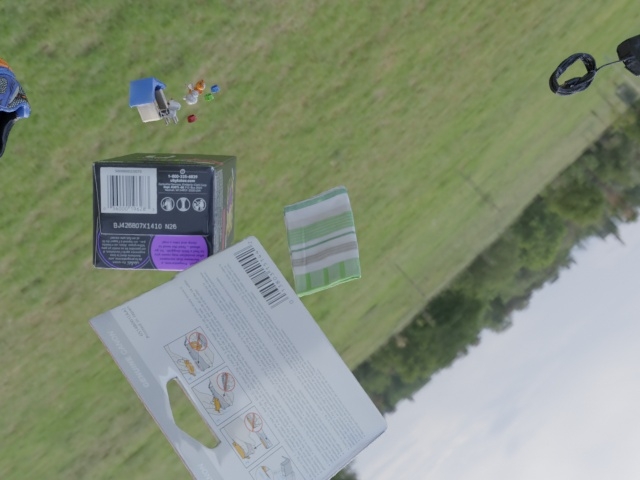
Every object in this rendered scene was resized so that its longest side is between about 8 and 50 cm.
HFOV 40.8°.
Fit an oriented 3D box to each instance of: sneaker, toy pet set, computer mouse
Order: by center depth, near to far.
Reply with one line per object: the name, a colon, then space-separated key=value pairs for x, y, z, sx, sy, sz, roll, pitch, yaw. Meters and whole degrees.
sneaker: x=-0.423 y=-0.109 z=1.002 sx=0.221 sy=0.087 sz=0.083 roll=-52 pitch=159 yaw=7
computer mouse: x=0.420 y=-0.246 z=1.219 sx=0.242 sy=0.071 sz=0.041 roll=-18 pitch=165 yaw=-19
toy pet set: x=-0.239 y=-0.237 z=1.370 sx=0.114 sy=0.065 sz=0.122 roll=-6 pitch=-147 yaw=19

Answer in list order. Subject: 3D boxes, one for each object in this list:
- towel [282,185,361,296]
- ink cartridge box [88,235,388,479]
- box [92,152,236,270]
towel: x=0.000 y=0.000 z=1.296 sx=0.113 sy=0.152 sz=0.023 roll=-21 pitch=152 yaw=23
ink cartridge box: x=-0.096 y=0.168 z=1.004 sx=0.261 sy=0.296 sz=0.066 roll=-29 pitch=170 yaw=-42
box: x=-0.215 y=-0.050 z=1.237 sx=0.165 sy=0.143 sz=0.270 roll=2 pitch=-172 yaw=-1
